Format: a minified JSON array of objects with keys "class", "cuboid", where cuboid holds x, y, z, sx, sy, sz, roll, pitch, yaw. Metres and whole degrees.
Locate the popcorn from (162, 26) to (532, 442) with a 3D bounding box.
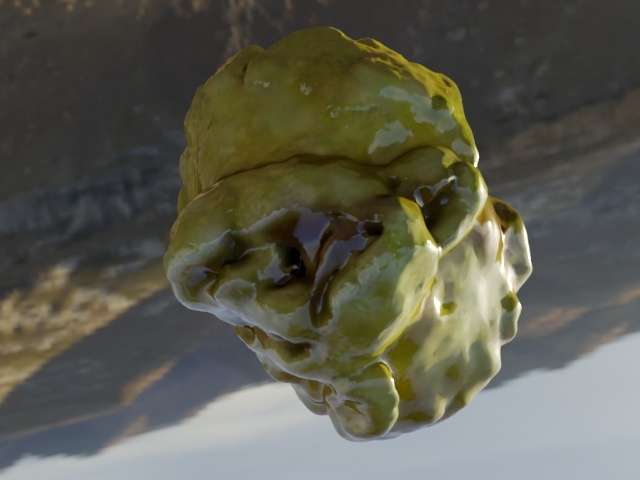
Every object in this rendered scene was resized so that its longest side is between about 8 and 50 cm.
[{"class":"popcorn","cuboid":[0.000,0.000,0.804,0.200,0.226,0.203,12,-156,39]}]
